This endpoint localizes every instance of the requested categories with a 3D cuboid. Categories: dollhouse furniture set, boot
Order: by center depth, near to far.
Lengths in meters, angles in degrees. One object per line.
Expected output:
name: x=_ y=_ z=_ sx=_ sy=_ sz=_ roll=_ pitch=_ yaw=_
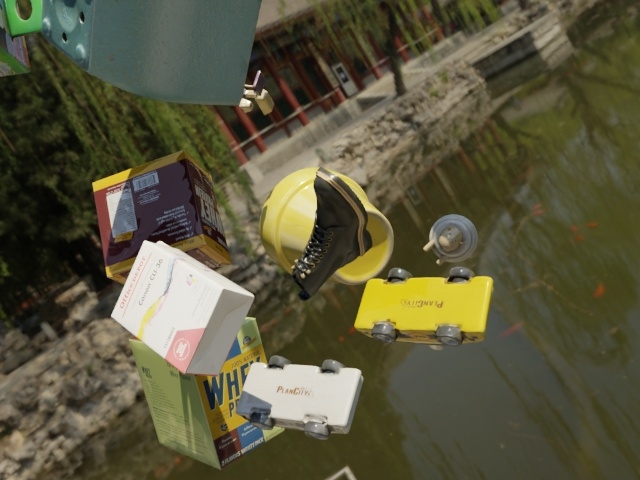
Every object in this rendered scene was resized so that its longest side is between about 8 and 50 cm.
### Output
boot: x=0.000 y=0.000 z=0.965 sx=0.137 sy=0.198 sz=0.077 roll=-43 pitch=52 yaw=-13
dollhouse furniture set: x=-0.157 y=-0.293 z=1.423 sx=0.081 sy=0.090 sz=0.114 roll=9 pitch=-19 yaw=19

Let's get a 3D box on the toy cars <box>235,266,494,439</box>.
toy cars: x=0.065 y=0.163 z=0.915 sx=0.394 sy=0.087 sz=0.176 roll=-36 pitch=42 yaw=8

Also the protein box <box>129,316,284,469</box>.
protein box: x=-0.192 y=0.241 z=1.127 sx=0.136 sy=0.201 sz=0.200 roll=-22 pitch=13 yaw=-40

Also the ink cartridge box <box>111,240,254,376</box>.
ink cartridge box: x=-0.192 y=0.077 z=0.864 sx=0.067 sy=0.198 sz=0.115 roll=22 pitch=-87 yaw=-54

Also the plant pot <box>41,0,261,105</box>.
plant pot: x=-0.270 y=-0.352 z=1.014 sx=0.252 sy=0.248 sz=0.247 roll=-18 pitch=-44 yaw=-42

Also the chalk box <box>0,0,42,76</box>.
chalk box: x=-0.625 y=-0.386 z=1.167 sx=0.289 sy=0.180 sz=0.179 roll=-9 pitch=1 yaw=-8

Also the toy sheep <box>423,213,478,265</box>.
toy sheep: x=0.228 y=-0.003 z=1.156 sx=0.091 sy=0.091 sz=0.132 roll=-29 pitch=-2 yaw=19

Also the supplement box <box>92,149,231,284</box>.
supplement box: x=-0.293 y=-0.031 z=1.248 sx=0.191 sy=0.194 sz=0.129 roll=-19 pitch=-21 yaw=7

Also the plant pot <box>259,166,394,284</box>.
plant pot: x=0.029 y=-0.015 z=1.455 sx=0.254 sy=0.254 sz=0.239 roll=-35 pitch=29 yaw=-16
